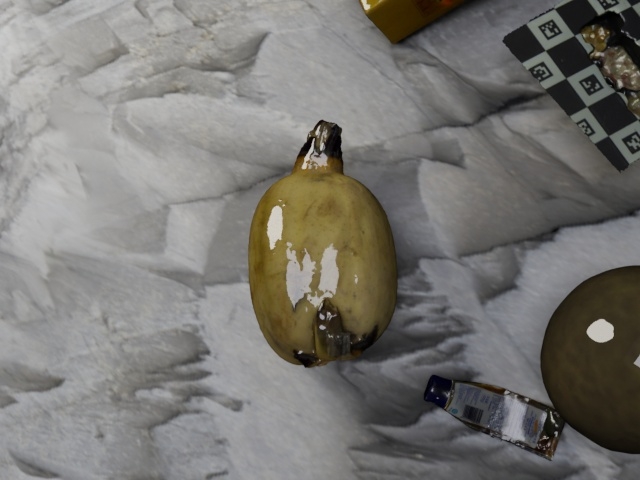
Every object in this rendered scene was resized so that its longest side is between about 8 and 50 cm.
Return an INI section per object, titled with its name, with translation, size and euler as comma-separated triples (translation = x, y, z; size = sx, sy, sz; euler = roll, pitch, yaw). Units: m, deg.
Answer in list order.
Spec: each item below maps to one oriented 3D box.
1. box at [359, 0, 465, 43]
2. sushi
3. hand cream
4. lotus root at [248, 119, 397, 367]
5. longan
[box]
translation = 0.119, -0.516, 0.834
size = 0.264, 0.116, 0.415
euler = -27, 73, 23
[sushi]
translation = 0.357, -0.204, 0.776
size = 0.192, 0.050, 0.215
euler = -33, 77, -9
[hand cream]
translation = 0.207, 0.206, 0.756
size = 0.163, 0.039, 0.062
euler = 19, 84, 11
[lotus root]
translation = 0.000, 0.000, 0.777
size = 0.183, 0.183, 0.309
euler = -7, 77, 14
[longan]
translation = 0.342, 0.122, 0.654
size = 0.212, 0.198, 0.198
euler = -1, 80, 29
